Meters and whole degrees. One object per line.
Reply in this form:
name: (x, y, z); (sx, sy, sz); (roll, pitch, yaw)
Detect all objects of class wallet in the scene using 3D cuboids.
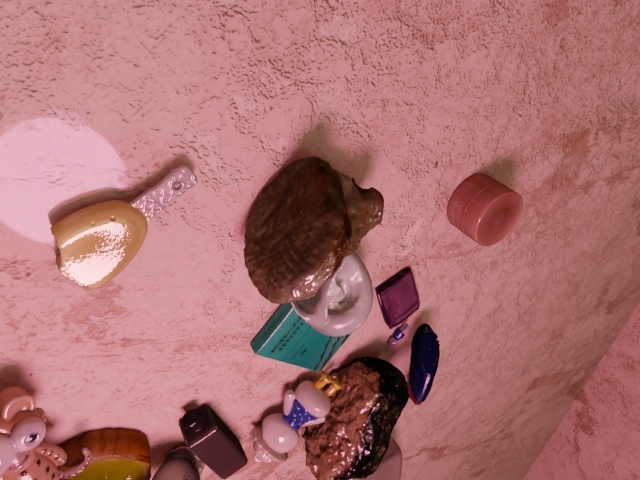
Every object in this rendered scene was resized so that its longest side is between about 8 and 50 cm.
wallet: (0.207, 0.154, 1.237); (0.111, 0.030, 0.166); (-31, 133, -10)

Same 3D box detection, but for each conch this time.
conch: (0.016, 0.098, 0.999); (0.185, 0.121, 0.221); (-24, 108, -28)

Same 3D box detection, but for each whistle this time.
whistle: (0.218, 0.267, 1.324); (0.029, 0.033, 0.083); (32, 99, -40)

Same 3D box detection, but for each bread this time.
bread: (-0.476, 0.499, 1.002); (0.236, 0.070, 0.236); (-17, 128, -23)

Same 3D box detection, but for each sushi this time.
sushi: (0.090, 0.475, 1.276); (0.171, 0.211, 0.350); (22, 102, -37)

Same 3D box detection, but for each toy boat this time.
toy boat: (0.268, 0.387, 1.345); (0.072, 0.219, 0.318); (13, 124, 2)

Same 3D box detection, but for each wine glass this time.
wine glass: (-0.324, 0.556, 1.046); (0.111, 0.204, 0.111); (0, 104, -1)

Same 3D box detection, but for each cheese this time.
cheese: (-0.305, -0.033, 0.746); (0.255, 0.050, 0.127); (-40, 133, -5)

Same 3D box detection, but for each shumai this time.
shumai: (0.000, 0.000, 0.867); (0.203, 0.222, 0.272); (30, 93, -47)

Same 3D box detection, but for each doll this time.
doll: (-0.514, 0.374, 0.813); (0.154, 0.119, 0.278); (-47, 137, -32)
doll: (-0.068, 0.457, 1.214); (0.138, 0.119, 0.293); (40, 93, -24)

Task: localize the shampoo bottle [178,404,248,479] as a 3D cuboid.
shampoo bottle: (-0.256, 0.474, 1.125); (0.079, 0.080, 0.246); (-32, 134, -13)

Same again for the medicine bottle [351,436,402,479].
medicine bottle: (0.156, 0.830, 1.629); (0.282, 0.123, 0.375); (-21, 130, -22)

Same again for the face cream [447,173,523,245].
face cream: (0.396, -0.074, 1.147); (0.149, 0.104, 0.149); (-18, 130, -22)

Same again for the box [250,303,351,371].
box: (-0.033, 0.223, 1.118); (0.226, 0.042, 0.161); (29, 103, -43)
